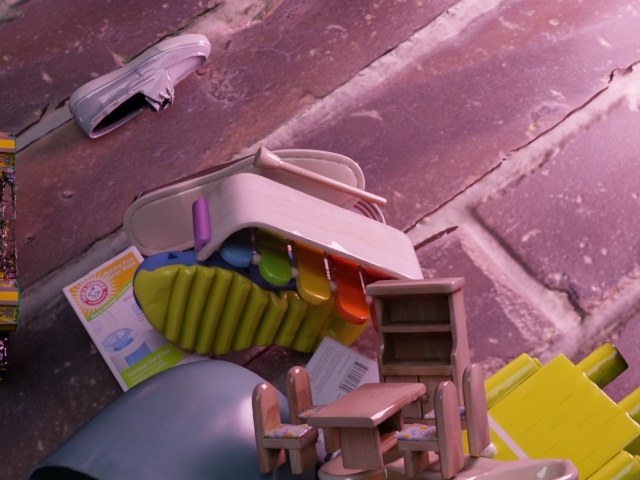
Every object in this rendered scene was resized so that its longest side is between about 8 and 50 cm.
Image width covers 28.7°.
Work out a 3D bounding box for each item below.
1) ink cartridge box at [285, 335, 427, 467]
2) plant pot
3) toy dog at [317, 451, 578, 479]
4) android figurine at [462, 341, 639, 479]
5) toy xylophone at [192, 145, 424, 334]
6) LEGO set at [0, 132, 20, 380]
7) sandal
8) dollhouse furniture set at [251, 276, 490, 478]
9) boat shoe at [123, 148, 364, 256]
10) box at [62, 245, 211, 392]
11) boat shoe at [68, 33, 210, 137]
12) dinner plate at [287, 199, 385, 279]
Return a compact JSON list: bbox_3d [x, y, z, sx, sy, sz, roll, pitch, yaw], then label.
[{"bbox_3d":[0.055,0.225,1.515,0.191,0.082,0.139,27,72,20],"label":"ink cartridge box"},{"bbox_3d":[-0.143,0.277,1.412,0.293,0.293,0.235,26,52,21],"label":"plant pot"},{"bbox_3d":[0.103,0.440,1.243,0.395,0.408,0.284,-16,9,-42],"label":"toy dog"},{"bbox_3d":[0.266,0.235,1.455,0.273,0.056,0.248,-36,38,-3],"label":"android figurine"},{"bbox_3d":[0.000,0.000,1.538,0.323,0.081,0.236,25,26,-12],"label":"toy xylophone"},{"bbox_3d":[-0.503,0.015,1.616,0.192,0.255,0.331,3,70,-21],"label":"LEGO set"},{"bbox_3d":[-0.096,0.064,1.560,0.126,0.317,0.138,-59,41,23],"label":"sandal"},{"bbox_3d":[0.071,0.140,1.333,0.212,0.242,0.161,-3,97,27],"label":"dollhouse furniture set"},{"bbox_3d":[-0.101,-0.058,1.681,0.324,0.097,0.116,-15,104,5],"label":"boat shoe"},{"bbox_3d":[-0.228,0.127,1.603,0.114,0.103,0.203,-31,61,-10],"label":"box"},{"bbox_3d":[-0.253,-0.219,1.824,0.227,0.079,0.081,-28,70,-2],"label":"boat shoe"},{"bbox_3d":[0.019,-0.007,1.692,0.141,0.017,0.141,-4,59,6],"label":"dinner plate"}]
